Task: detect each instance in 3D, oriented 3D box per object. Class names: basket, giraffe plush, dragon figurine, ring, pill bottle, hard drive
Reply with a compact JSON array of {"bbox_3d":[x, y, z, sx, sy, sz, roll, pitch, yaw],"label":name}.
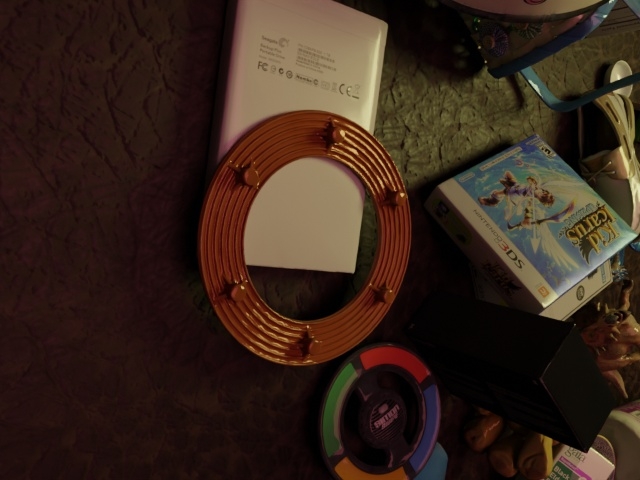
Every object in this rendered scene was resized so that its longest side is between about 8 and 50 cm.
[{"bbox_3d":[0.370,-0.334,0.935,0.289,0.254,0.201,38,72,-13],"label":"basket"},{"bbox_3d":[0.380,0.309,1.071,0.170,0.181,0.210,14,105,-47],"label":"giraffe plush"},{"bbox_3d":[0.655,-0.029,1.264,0.289,0.085,0.144,-37,117,-21],"label":"dragon figurine"},{"bbox_3d":[0.000,0.000,0.784,0.336,0.032,0.337,-5,99,-36],"label":"ring"},{"bbox_3d":[0.724,0.437,1.321,0.301,0.169,0.169,-2,97,-35],"label":"pill bottle"},{"bbox_3d":[-0.030,-0.140,0.793,0.233,0.047,0.353,7,91,-36],"label":"hard drive"}]

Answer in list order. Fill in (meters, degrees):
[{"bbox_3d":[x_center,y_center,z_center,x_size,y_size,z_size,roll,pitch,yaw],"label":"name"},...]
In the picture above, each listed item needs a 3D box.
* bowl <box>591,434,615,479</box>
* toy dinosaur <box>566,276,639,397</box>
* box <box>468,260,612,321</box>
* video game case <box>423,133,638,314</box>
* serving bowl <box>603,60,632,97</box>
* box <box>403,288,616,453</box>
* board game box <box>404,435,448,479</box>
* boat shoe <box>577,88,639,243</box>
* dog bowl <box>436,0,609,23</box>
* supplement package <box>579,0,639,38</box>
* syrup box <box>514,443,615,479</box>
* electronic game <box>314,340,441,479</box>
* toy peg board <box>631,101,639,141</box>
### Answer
[{"bbox_3d":[0.512,0.465,1.223,0.170,0.080,0.170,-3,96,-27],"label":"bowl"},{"bbox_3d":[0.578,0.209,1.224,0.200,0.127,0.296,-19,126,-16],"label":"toy dinosaur"},{"bbox_3d":[0.411,0.060,1.104,0.289,0.087,0.169,-26,109,-30],"label":"box"},{"bbox_3d":[0.344,-0.033,0.975,0.269,0.061,0.244,-28,71,-29],"label":"video game case"},{"bbox_3d":[0.604,-0.324,1.229,0.083,0.027,0.083,-5,99,-35],"label":"serving bowl"},{"bbox_3d":[0.282,0.189,0.920,0.103,0.261,0.184,-51,121,-18],"label":"box"},{"bbox_3d":[0.142,0.400,0.984,0.133,0.033,0.169,14,84,-31],"label":"board game box"},{"bbox_3d":[0.545,-0.143,1.147,0.103,0.113,0.303,5,72,-32],"label":"boat shoe"},{"bbox_3d":[0.253,-0.485,0.752,0.407,0.150,0.408,1,71,-3],"label":"dog bowl"},{"bbox_3d":[0.519,-0.510,1.082,0.244,0.133,0.139,41,73,-32],"label":"supplement package"},{"bbox_3d":[0.417,0.466,1.101,0.093,0.096,0.237,37,89,6],"label":"syrup box"},{"bbox_3d":[0.092,0.269,0.910,0.229,0.048,0.229,2,86,-29],"label":"electronic game"},{"bbox_3d":[0.764,-0.235,1.283,0.161,0.160,0.079,-2,112,-35],"label":"toy peg board"}]
